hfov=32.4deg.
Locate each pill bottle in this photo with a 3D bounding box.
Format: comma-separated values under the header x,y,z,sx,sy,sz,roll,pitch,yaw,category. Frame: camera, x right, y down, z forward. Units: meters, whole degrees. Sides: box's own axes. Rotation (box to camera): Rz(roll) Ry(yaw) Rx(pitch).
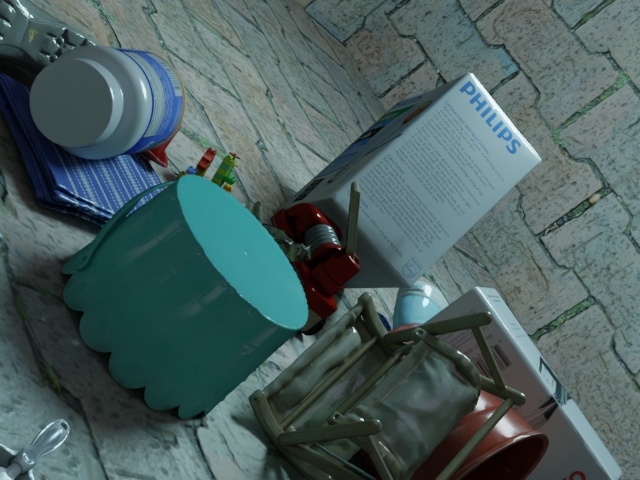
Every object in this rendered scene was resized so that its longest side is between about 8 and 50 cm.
x,y,z,sx,sy,sz,roll,pitch,yaw,category
-0.290,-0.188,1.503,0.152,0.152,0.272,52,13,-1,pill bottle

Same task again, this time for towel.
x,y,z,sx,sy,sz,roll,pitch,yaw,category
-0.317,-0.092,1.571,0.336,0.040,0.243,31,23,-56,towel

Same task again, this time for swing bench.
x,y,z,sx,sy,sz,roll,pitch,yaw,category
0.089,0.214,1.491,0.255,0.253,0.165,5,-53,49,swing bench

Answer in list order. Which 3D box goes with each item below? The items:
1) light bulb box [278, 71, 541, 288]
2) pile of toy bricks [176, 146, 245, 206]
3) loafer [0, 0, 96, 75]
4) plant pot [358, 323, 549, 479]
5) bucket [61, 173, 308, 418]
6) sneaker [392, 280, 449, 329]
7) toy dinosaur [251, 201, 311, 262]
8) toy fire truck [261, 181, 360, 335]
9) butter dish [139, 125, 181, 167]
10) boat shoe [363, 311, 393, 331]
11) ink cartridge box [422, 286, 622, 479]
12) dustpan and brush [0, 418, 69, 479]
x,y,z,sx,sy,sz,roll,pitch,yaw,category
0.161,-0.103,2.117,0.225,0.361,0.358,50,-16,-10,light bulb box
-0.165,-0.097,1.774,0.118,0.105,0.212,31,9,-4,pile of toy bricks
-0.455,-0.308,1.544,0.111,0.112,0.319,18,-9,40,loafer
0.163,0.289,1.709,0.265,0.272,0.272,51,13,29,plant pot
-0.160,0.063,1.376,0.281,0.183,0.281,47,16,-18,bucket
0.242,0.246,2.315,0.366,0.135,0.150,49,48,-37,sneaker
-0.107,-0.001,1.813,0.268,0.118,0.064,-139,-138,-59,toy dinosaur
0.000,0.000,1.861,0.158,0.246,0.217,41,19,-37,toy fire truck
-0.272,-0.212,1.753,0.160,0.118,0.160,44,5,-16,butter dish
0.130,0.223,2.103,0.066,0.066,0.183,35,32,-59,boat shoe
0.282,0.319,1.889,0.395,0.285,0.166,57,15,14,ink cartridge box
-0.277,0.208,0.944,0.147,0.060,0.211,51,15,-3,dustpan and brush
